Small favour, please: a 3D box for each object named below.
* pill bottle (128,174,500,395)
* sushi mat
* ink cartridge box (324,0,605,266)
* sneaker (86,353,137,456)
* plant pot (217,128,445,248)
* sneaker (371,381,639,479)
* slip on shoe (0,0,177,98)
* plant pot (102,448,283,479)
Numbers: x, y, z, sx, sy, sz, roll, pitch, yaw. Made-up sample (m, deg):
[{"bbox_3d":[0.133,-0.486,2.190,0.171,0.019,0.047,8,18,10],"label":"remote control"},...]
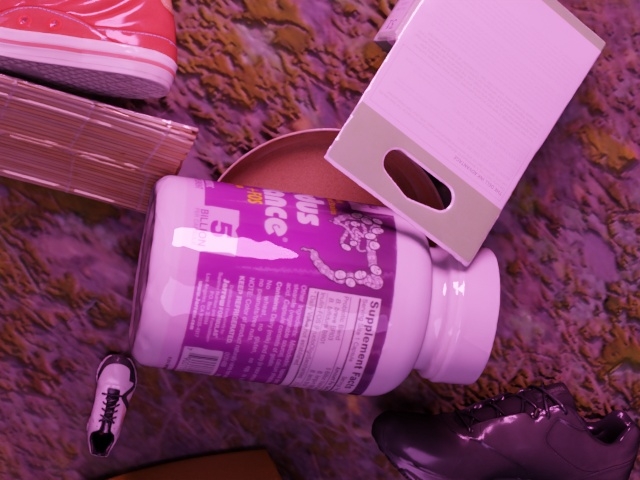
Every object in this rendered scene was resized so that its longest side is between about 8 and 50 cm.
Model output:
[{"bbox_3d":[-0.006,0.045,1.326,0.301,0.169,0.169,8,116,-11],"label":"pill bottle"},{"bbox_3d":[-0.270,-0.097,1.305,0.316,0.019,0.151,15,151,-13],"label":"sushi mat"},{"bbox_3d":[0.116,-0.122,1.299,0.171,0.056,0.235,36,82,-22],"label":"ink cartridge box"},{"bbox_3d":[-0.201,0.160,1.472,0.040,0.044,0.109,9,114,-9],"label":"sneaker"},{"bbox_3d":[0.000,0.000,1.417,0.236,0.032,0.236,-2,117,-5],"label":"plant pot"},{"bbox_3d":[0.186,0.193,1.508,0.286,0.109,0.130,13,109,-23],"label":"sneaker"},{"bbox_3d":[-0.277,-0.193,1.256,0.331,0.123,0.101,9,80,-3],"label":"slip on shoe"},{"bbox_3d":[-0.092,0.328,1.489,0.187,0.212,0.212,-26,118,-6],"label":"plant pot"}]
